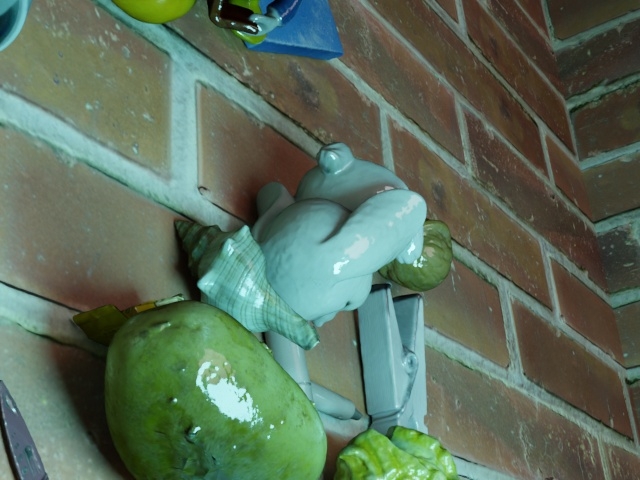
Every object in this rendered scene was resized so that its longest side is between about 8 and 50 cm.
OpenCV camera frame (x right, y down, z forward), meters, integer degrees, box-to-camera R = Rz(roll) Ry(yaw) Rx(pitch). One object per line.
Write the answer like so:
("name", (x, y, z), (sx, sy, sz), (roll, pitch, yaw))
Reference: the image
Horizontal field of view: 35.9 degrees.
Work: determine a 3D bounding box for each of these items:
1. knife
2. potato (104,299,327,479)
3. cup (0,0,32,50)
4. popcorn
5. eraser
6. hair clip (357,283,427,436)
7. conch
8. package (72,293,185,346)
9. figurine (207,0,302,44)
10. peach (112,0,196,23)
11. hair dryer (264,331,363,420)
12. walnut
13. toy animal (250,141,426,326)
("knife", (-0.279, 0.256, 0.983), (0.035, 0.018, 0.247), (-21, 88, -59))
("potato", (-0.123, 0.193, 1.088), (0.307, 0.210, 0.173), (60, 8, -33))
("cup", (-0.368, -0.358, 1.027), (0.205, 0.205, 0.312), (46, 35, -37))
("popcorn", (0.104, 0.357, 1.416), (0.187, 0.185, 0.167), (-16, 65, -39))
("eraser", (-0.062, -0.401, 1.761), (0.312, 0.042, 0.144), (-13, 84, -61))
("hair clip", (0.121, 0.238, 1.621), (0.101, 0.085, 0.331), (24, 58, -50))
("conch", (-0.120, 0.065, 1.294), (0.114, 0.137, 0.234), (-19, 79, -36))
("package", (-0.215, 0.095, 1.139), (0.131, 0.071, 0.047), (-4, 77, -62))
("figurine", (-0.067, -0.416, 1.432), (0.204, 0.338, 0.283), (57, 43, -14))
("peach", (-0.243, -0.388, 1.372), (0.179, 0.103, 0.179), (38, 43, -46))
("hair dryer", (0.003, 0.212, 1.462), (0.220, 0.053, 0.195), (16, 58, -57))
("walnut", (0.170, 0.019, 1.790), (0.166, 0.149, 0.166), (50, 7, -9))
("toy animal", (0.000, 0.000, 1.412), (0.265, 0.271, 0.206), (-51, 139, -47))
